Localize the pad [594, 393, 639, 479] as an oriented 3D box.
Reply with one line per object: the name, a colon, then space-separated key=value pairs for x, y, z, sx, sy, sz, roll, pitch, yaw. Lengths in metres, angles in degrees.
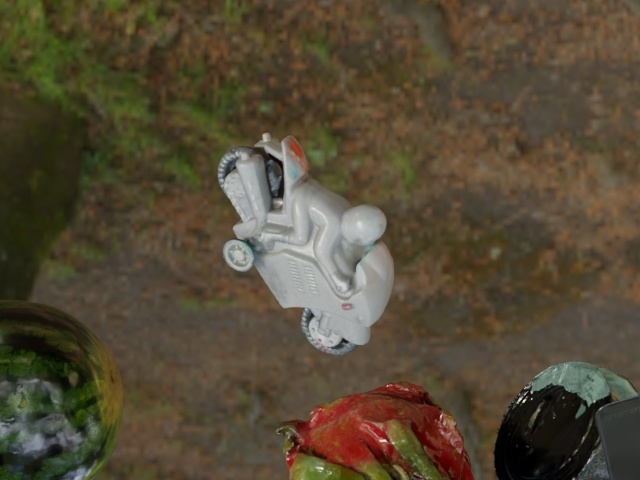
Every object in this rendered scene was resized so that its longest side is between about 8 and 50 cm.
pad: x=0.270 y=0.133 z=1.057 sx=0.157 sy=0.003 sz=0.112 roll=-17 pitch=122 yaw=3

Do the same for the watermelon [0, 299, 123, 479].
watermelon: x=-0.367 y=0.197 z=1.930 sx=0.269 sy=0.269 sz=0.269 roll=1 pitch=151 yaw=0

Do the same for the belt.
belt: x=0.297 y=0.232 z=1.877 sx=0.078 sy=0.151 sz=0.198 roll=22 pitch=117 yaw=-39

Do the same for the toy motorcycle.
toy motorcycle: x=0.000 y=0.000 z=1.675 sx=0.171 sy=0.110 sz=0.260 roll=-21 pitch=104 yaw=34

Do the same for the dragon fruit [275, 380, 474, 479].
dragon fruit: x=0.075 y=0.294 z=1.876 sx=0.231 sy=0.237 sz=0.302 roll=-20 pitch=-179 yaw=-17
